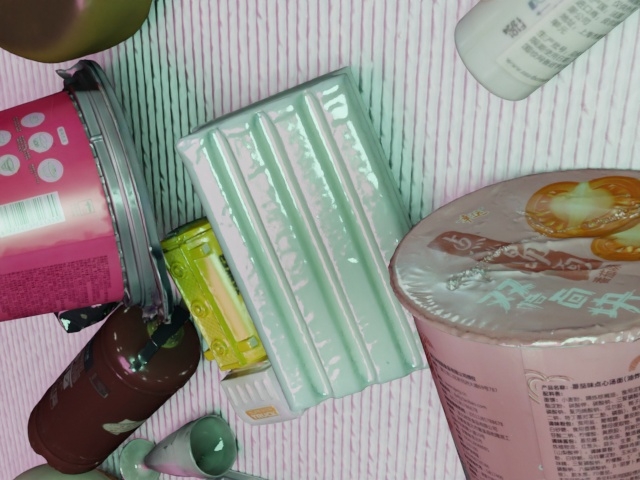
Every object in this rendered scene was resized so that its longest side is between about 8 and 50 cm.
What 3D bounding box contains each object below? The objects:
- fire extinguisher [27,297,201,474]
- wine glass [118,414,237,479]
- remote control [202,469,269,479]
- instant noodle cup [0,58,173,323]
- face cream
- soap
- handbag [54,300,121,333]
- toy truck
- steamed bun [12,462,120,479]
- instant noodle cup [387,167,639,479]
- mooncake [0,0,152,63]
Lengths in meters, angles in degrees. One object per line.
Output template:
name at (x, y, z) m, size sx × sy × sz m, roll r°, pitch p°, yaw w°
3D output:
fire extinguisher at (-0.231, 0.161, 1.113) m, size 0.114 × 0.135 × 0.337 m, roll 41°, pitch 130°, yaw -6°
wine glass at (-0.173, 0.260, 1.165) m, size 0.155 × 0.073 × 0.073 m, roll -26°, pitch 97°, yaw 42°
remote control at (-0.047, 0.317, 1.085) m, size 0.250 × 0.103 × 0.034 m, roll 5°, pitch 118°, yaw 34°
instant noodle cup at (-0.273, -0.029, 0.932) m, size 0.302 × 0.182 × 0.258 m, roll -125°, pitch 26°, yaw -44°
face cream at (0.207, -0.200, 0.654) m, size 0.082 × 0.082 × 0.269 m, roll 52°, pitch 130°, yaw 2°
soap at (0.000, 0.000, 0.863) m, size 0.160 × 0.087 × 0.265 m, roll -21°, pitch 102°, yaw 10°
handbag at (-0.257, 0.028, 1.108) m, size 0.139 × 0.072 × 0.115 m, roll -31°, pitch 89°, yaw 27°
toy truck at (-0.074, 0.077, 0.971) m, size 0.098 × 0.114 × 0.226 m, roll -19°, pitch 102°, yaw 40°
steamed bun at (-0.302, 0.380, 1.264) m, size 0.232 × 0.145 × 0.231 m, roll 29°, pitch 140°, yaw 28°
instant noodle cup at (0.193, 0.098, 0.729) m, size 0.243 × 0.243 × 0.231 m, roll 4°, pitch 122°, yaw 34°
mooncake at (-0.267, -0.282, 0.919) m, size 0.235 × 0.117 × 0.234 m, roll 18°, pitch 122°, yaw 31°
